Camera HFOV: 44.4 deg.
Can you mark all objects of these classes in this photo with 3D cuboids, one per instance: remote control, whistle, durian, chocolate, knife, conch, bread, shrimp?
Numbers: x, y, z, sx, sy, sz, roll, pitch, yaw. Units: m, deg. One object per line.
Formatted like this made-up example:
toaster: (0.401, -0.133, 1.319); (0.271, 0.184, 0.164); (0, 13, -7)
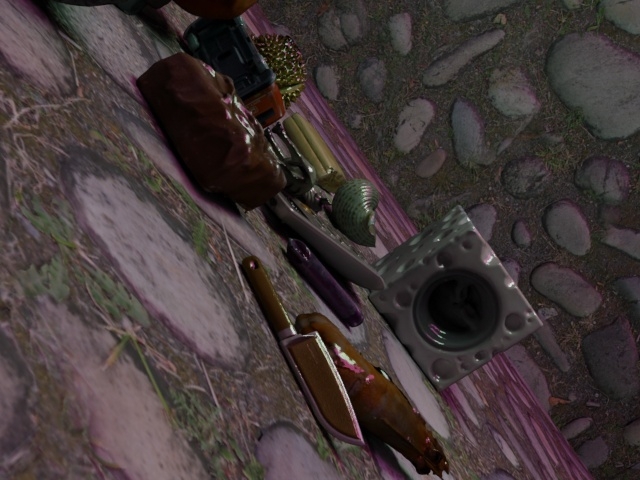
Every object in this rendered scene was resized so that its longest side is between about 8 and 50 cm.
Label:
remote control: (0.000, 0.000, 1.287); (0.313, 0.055, 0.109); (37, 10, -48)
whistle: (0.007, 0.064, 1.157); (0.176, 0.033, 0.033); (51, 11, -26)
durian: (-0.108, -0.415, 1.844); (0.193, 0.138, 0.237); (39, 18, -55)
chocolate: (-0.136, -0.148, 1.021); (0.214, 0.093, 0.148); (59, 10, 20)
knife: (-0.020, 0.113, 0.859); (0.256, 0.046, 0.022); (60, -30, 27)
conch: (0.077, -0.055, 1.653); (0.153, 0.102, 0.135); (-81, 157, -44)
bread: (-0.012, -0.202, 1.816); (0.178, 0.060, 0.139); (58, 11, 19)
shrimp: (0.062, 0.189, 0.967); (0.287, 0.063, 0.152); (49, 1, -24)

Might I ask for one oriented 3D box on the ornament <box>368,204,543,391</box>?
ornament: (0.260, 0.108, 1.574); (0.240, 0.239, 0.240); (53, 10, -8)

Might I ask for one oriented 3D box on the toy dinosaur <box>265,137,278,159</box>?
toy dinosaur: (-0.103, -0.177, 1.403); (0.180, 0.037, 0.058); (54, 15, -2)

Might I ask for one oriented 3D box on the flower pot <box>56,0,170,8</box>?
flower pot: (-0.241, -0.432, 0.882); (0.299, 0.299, 0.283); (47, 17, -38)

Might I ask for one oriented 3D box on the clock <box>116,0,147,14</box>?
clock: (-0.348, -0.469, 1.179); (0.280, 0.055, 0.280); (52, 11, -15)

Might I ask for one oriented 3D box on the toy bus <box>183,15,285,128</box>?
toy bus: (-0.151, -0.298, 1.375); (0.120, 0.121, 0.265); (56, 5, -49)

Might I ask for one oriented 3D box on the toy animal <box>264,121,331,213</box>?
toy animal: (-0.043, -0.107, 1.300); (0.176, 0.073, 0.217); (46, -4, -10)

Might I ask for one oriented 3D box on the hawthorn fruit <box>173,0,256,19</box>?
hawthorn fruit: (-0.176, -0.454, 1.275); (0.210, 0.210, 0.262); (50, 19, -25)
